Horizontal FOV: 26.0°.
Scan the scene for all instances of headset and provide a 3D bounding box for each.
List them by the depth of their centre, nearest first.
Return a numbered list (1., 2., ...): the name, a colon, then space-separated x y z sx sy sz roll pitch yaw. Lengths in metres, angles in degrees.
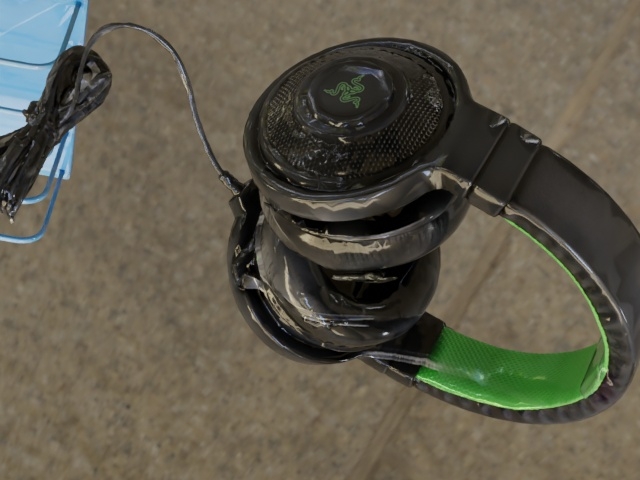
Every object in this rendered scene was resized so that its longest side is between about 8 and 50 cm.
1. headset: 0.000 0.000 0.821 0.394 0.243 0.185 30 60 8

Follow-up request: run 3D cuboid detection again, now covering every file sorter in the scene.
1. file sorter: -0.243 -0.096 1.014 0.118 0.170 0.104 11 40 -5
